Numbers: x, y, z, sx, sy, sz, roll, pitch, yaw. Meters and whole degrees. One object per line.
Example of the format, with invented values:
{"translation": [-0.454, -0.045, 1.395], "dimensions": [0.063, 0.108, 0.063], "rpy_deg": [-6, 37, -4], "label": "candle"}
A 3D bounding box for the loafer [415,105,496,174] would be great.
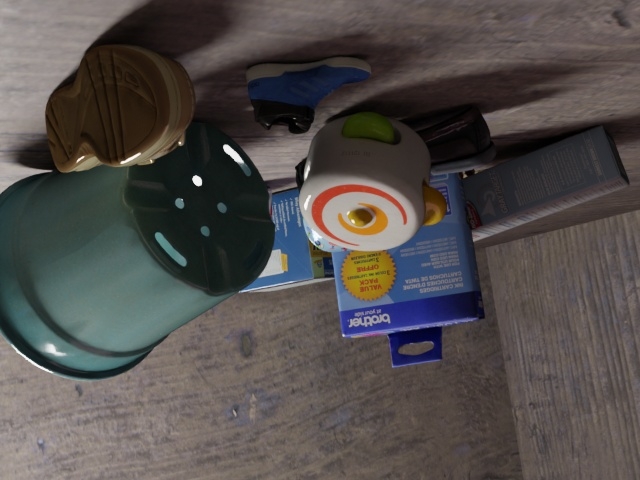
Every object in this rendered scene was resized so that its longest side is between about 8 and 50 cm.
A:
{"translation": [0.132, -0.156, 1.517], "dimensions": [0.302, 0.095, 0.109], "rpy_deg": [-6, -154, 25], "label": "loafer"}

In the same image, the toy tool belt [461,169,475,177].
{"translation": [0.281, -0.136, 1.964], "dimensions": [0.083, 0.052, 0.051], "rpy_deg": [-12, -179, 25], "label": "toy tool belt"}

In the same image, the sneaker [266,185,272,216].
{"translation": [-0.203, -0.034, 1.930], "dimensions": [0.107, 0.119, 0.279], "rpy_deg": [-2, 171, -42], "label": "sneaker"}

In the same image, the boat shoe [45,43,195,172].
{"translation": [-0.202, -0.141, 1.002], "dimensions": [0.110, 0.122, 0.341], "rpy_deg": [-10, -174, -31], "label": "boat shoe"}

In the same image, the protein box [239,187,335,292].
{"translation": [-0.077, 0.002, 2.049], "dimensions": [0.201, 0.200, 0.136], "rpy_deg": [-12, 173, 30], "label": "protein box"}

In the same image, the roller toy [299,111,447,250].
{"translation": [0.069, -0.080, 1.406], "dimensions": [0.191, 0.146, 0.209], "rpy_deg": [-25, 130, 38], "label": "roller toy"}

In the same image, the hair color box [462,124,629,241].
{"translation": [0.423, -0.105, 1.901], "dimensions": [0.374, 0.114, 0.185], "rpy_deg": [-21, 169, 22], "label": "hair color box"}

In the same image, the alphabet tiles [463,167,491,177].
{"translation": [0.481, -0.161, 2.189], "dimensions": [0.342, 0.011, 0.285], "rpy_deg": [-12, 173, 31], "label": "alphabet tiles"}

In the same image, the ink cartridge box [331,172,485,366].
{"translation": [0.164, 0.039, 1.797], "dimensions": [0.269, 0.396, 0.151], "rpy_deg": [-10, 174, 14], "label": "ink cartridge box"}

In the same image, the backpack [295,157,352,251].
{"translation": [0.043, -0.070, 1.670], "dimensions": [0.158, 0.173, 0.117], "rpy_deg": [-5, 173, -21], "label": "backpack"}

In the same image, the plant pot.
{"translation": [-0.264, 0.002, 1.345], "dimensions": [0.334, 0.341, 0.341], "rpy_deg": [-24, 165, 41], "label": "plant pot"}

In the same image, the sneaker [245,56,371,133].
{"translation": [-0.009, -0.168, 1.101], "dimensions": [0.152, 0.085, 0.058], "rpy_deg": [-7, 174, -17], "label": "sneaker"}
